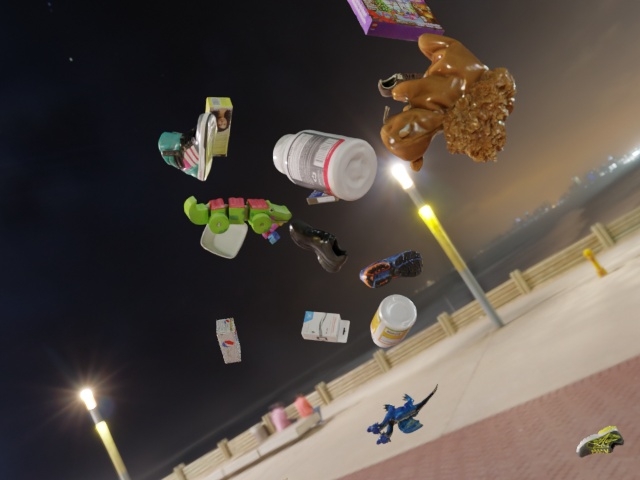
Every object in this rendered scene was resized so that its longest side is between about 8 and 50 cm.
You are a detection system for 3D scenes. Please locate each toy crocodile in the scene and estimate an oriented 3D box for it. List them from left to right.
[{"bbox_3d":[-0.259,-0.091,1.585,0.340,0.115,0.105,-1,-60,-19],"label":"toy crocodile"}]

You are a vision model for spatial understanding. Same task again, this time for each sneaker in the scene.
[{"bbox_3d":[-0.456,-0.338,1.691,0.295,0.178,0.124,116,171,-52],"label":"sneaker"},{"bbox_3d":[0.000,0.000,2.060,0.130,0.286,0.109,-46,6,45],"label":"sneaker"},{"bbox_3d":[0.210,0.078,1.478,0.221,0.083,0.087,-12,8,-24],"label":"sneaker"},{"bbox_3d":[0.300,-0.569,1.790,0.188,0.066,0.071,-12,-25,21],"label":"sneaker"},{"bbox_3d":[0.490,0.359,0.870,0.083,0.035,0.031,-40,-54,11],"label":"sneaker"}]

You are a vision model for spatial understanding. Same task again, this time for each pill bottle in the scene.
[{"bbox_3d":[0.000,-0.236,1.490,0.176,0.176,0.318,-17,27,-37],"label":"pill bottle"},{"bbox_3d":[0.265,0.314,1.870,0.136,0.136,0.246,-27,-24,-21],"label":"pill bottle"}]

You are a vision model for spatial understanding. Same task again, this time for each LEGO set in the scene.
[{"bbox_3d":[-0.203,-0.066,2.100,0.093,0.087,0.227,-39,31,2],"label":"LEGO set"}]

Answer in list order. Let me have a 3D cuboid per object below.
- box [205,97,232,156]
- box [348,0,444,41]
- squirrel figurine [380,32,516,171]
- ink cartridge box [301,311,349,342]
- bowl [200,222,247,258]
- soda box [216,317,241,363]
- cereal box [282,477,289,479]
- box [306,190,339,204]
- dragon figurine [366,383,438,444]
[{"bbox_3d":[-0.378,-0.409,1.813,0.087,0.058,0.232,-6,-36,-21],"label":"box"},{"bbox_3d":[0.256,-0.772,1.700,0.293,0.201,0.057,-4,-34,-25],"label":"box"},{"bbox_3d":[0.388,-0.392,1.549,0.370,0.397,0.281,-50,-34,-17],"label":"squirrel figurine"},{"bbox_3d":[0.022,0.356,2.048,0.180,0.104,0.060,2,-34,14],"label":"ink cartridge box"},{"bbox_3d":[-0.333,-0.015,1.740,0.053,0.142,0.142,72,-138,-82],"label":"bowl"},{"bbox_3d":[-0.379,0.418,2.064,0.069,0.074,0.216,-8,-46,-4],"label":"soda box"},{"bbox_3d":[-0.172,0.971,1.782,0.240,0.173,0.047,-31,15,12],"label":"cereal box"},{"bbox_3d":[0.054,-0.222,2.012,0.136,0.037,0.225,-4,34,35],"label":"box"},{"bbox_3d":[0.297,0.605,1.714,0.289,0.085,0.144,-23,10,3],"label":"dragon figurine"}]
